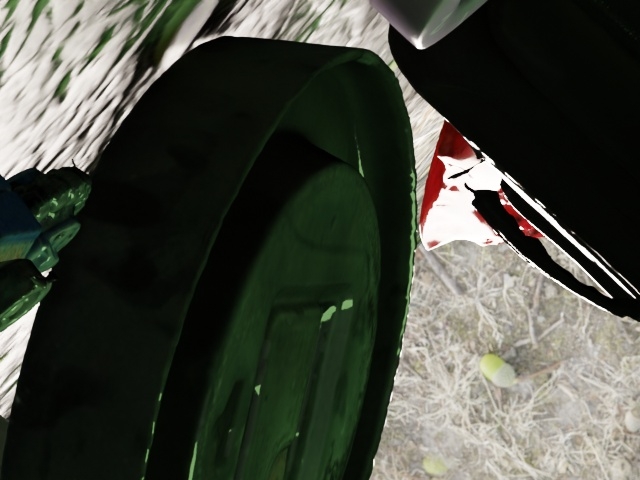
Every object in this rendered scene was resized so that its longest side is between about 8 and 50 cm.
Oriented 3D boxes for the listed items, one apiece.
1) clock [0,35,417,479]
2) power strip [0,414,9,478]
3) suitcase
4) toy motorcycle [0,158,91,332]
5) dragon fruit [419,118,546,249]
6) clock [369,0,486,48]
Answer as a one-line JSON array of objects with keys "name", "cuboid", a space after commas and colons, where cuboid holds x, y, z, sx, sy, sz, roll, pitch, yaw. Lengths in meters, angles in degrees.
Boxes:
[{"name": "clock", "cuboid": [-0.039, 0.067, 0.861, 0.319, 0.066, 0.319, 13, 90, -73]}, {"name": "power strip", "cuboid": [-0.182, 0.212, 0.892, 0.141, 0.229, 0.261, -36, -148, 21]}, {"name": "suitcase", "cuboid": [0.242, -0.101, 1.073, 0.339, 0.345, 0.188, -48, 179, 13]}, {"name": "toy motorcycle", "cuboid": [-0.136, 0.017, 0.581, 0.114, 0.076, 0.205, -40, 175, 13]}, {"name": "dragon fruit", "cuboid": [0.250, -0.125, 1.490, 0.302, 0.240, 0.330, -64, -172, -21]}, {"name": "clock", "cuboid": [0.097, -0.178, 0.883, 0.198, 0.064, 0.172, -41, 172, -42]}]
